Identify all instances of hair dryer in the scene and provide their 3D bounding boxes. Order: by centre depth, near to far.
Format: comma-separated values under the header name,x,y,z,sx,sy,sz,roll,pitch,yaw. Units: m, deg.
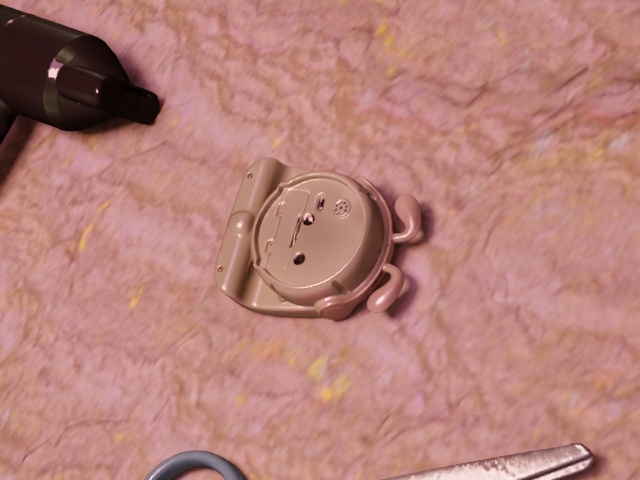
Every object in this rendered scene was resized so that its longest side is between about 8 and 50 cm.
name,x,y,z,sx,sy,sz,roll,pitch,yaw
hair dryer,-0.342,-0.103,1.523,0.244,0.116,0.302,22,81,33

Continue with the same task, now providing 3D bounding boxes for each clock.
name,x,y,z,sx,sy,sz,roll,pitch,yaw
clock,0.000,0.000,1.332,0.191,0.062,0.151,7,71,28

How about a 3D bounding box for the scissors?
name,x,y,z,sx,sy,sz,roll,pitch,yaw
scissors,0.027,0.243,1.224,0.447,0.029,0.192,-18,61,19
